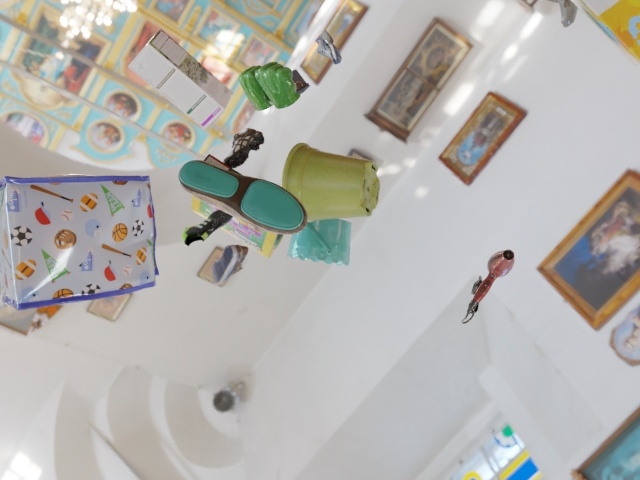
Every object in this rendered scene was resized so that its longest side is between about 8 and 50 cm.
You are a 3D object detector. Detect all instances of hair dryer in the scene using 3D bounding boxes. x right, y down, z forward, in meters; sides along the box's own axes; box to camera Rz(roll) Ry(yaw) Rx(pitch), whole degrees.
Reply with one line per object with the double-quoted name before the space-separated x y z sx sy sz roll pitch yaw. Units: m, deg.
"hair dryer" 0.567 0.137 1.964 0.080 0.293 0.223 25 -143 9

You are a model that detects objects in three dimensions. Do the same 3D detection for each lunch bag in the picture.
"lunch bag" -0.620 -0.010 1.556 0.386 0.327 0.239 -8 -171 -37

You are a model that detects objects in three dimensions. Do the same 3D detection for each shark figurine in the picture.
"shark figurine" 0.745 -0.785 1.904 0.278 0.166 0.116 24 -123 -18

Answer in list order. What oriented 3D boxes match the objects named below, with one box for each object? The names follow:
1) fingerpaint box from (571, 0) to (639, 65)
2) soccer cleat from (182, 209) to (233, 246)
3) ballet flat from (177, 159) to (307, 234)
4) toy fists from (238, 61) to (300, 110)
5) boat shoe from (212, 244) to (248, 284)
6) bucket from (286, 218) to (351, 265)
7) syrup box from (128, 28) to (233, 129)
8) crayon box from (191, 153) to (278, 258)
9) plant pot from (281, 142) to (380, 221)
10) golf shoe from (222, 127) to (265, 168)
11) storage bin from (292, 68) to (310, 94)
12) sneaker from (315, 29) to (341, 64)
"fingerpaint box" 0.631 -0.604 1.057 0.371 0.445 0.163 48 -155 4
"soccer cleat" -0.341 -0.038 1.822 0.060 0.179 0.072 56 -171 -38
"ballet flat" -0.165 -0.090 1.324 0.316 0.107 0.106 27 164 13
"toy fists" -0.174 -0.516 1.972 0.279 0.096 0.142 16 147 56
"boat shoe" -0.254 0.072 1.693 0.066 0.183 0.066 -7 -113 -33
"bucket" 0.000 0.000 2.493 0.282 0.182 0.281 8 175 1
"syrup box" -0.341 -0.396 1.481 0.237 0.096 0.093 40 -144 -24
"crayon box" -0.297 -0.117 2.214 0.363 0.106 0.313 33 155 2
"plant pot" 0.047 -0.174 1.927 0.254 0.275 0.276 6 -172 22
"golf shoe" -0.299 -0.342 2.204 0.094 0.198 0.077 35 153 22
"storage bin" -0.122 -0.635 2.431 0.135 0.098 0.091 -35 -85 -29
"sneaker" 0.022 -0.592 1.863 0.052 0.058 0.135 28 -145 -55
